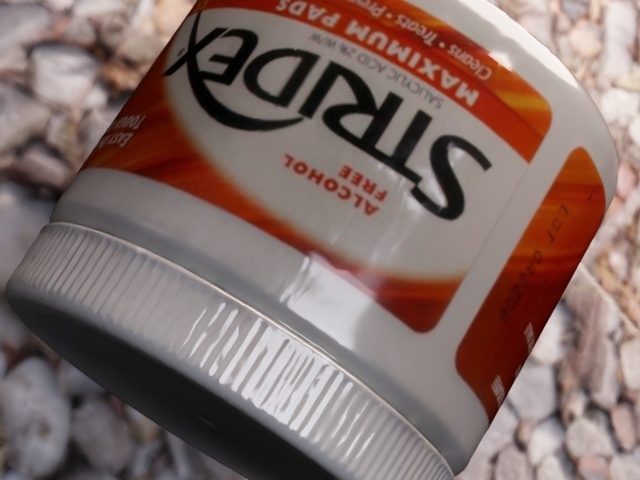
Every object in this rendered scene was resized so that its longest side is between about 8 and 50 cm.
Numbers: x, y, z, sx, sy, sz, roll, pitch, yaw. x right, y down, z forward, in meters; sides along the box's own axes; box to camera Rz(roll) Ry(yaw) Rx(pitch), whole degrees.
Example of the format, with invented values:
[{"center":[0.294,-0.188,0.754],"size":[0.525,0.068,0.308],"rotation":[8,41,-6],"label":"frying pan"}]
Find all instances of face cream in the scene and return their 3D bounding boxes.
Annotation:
[{"center":[0.000,0.000,0.561],"size":[0.201,0.201,0.187],"rotation":[38,73,-18],"label":"face cream"}]
